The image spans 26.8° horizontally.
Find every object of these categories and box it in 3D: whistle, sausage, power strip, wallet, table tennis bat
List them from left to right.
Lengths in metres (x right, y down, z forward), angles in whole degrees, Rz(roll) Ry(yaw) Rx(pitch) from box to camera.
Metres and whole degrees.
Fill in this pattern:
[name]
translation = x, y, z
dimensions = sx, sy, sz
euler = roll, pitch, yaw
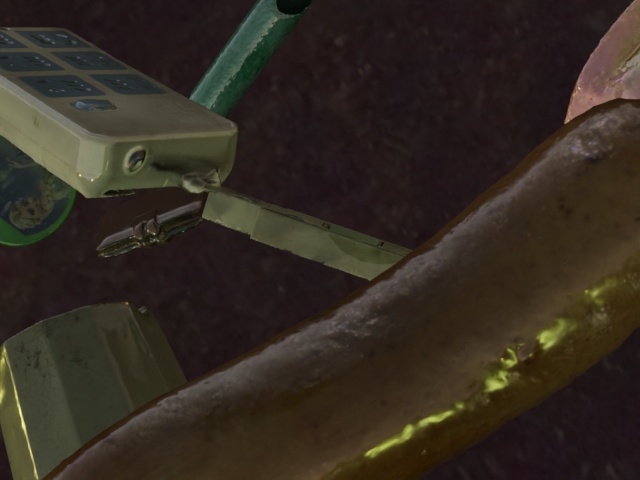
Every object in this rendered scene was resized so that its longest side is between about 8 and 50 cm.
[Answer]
[table tennis bat]
translation = -0.449, -0.041, 1.851
dimensions = 0.257, 0.160, 0.039
euler = -49, 7, -9
[power strip]
translation = -0.120, -0.066, 0.647
dimensions = 0.192, 0.081, 0.035
euler = 31, 117, 44
[wallet]
translation = -0.210, -0.028, 1.703
dimensions = 0.153, 0.038, 0.118
euler = -18, 27, 13
[whistle]
translation = -0.044, -0.164, 1.040
dimensions = 0.186, 0.039, 0.039
euler = -50, 42, 22
[sausage]
translation = 0.044, 0.081, 0.823
dimensions = 0.501, 0.136, 0.123
euler = -33, 20, -3

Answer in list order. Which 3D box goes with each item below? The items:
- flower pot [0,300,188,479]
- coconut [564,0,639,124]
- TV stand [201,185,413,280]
[flower pot]
translation = -0.218, 0.215, 1.411
dimensions = 0.290, 0.290, 0.259
euler = -26, 70, 8
[coconut]
translation = 0.306, -0.086, 1.014
dimensions = 0.233, 0.233, 0.245
euler = -43, 50, -8
[TV stand]
translation = 0.000, 0.000, 1.352
dimensions = 0.249, 0.042, 0.036
euler = 19, 105, 6
